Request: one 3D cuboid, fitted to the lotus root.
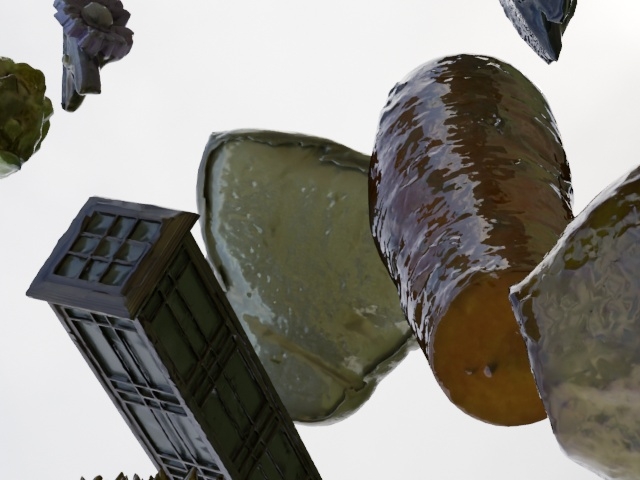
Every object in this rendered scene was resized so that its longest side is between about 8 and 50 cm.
[{"bbox_3d":[0.228,0.039,0.816,0.193,0.291,0.193,171,90,-82],"label":"lotus root"}]

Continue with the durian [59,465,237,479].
[{"bbox_3d":[-0.126,0.223,1.145,0.138,0.183,0.250,49,-159,28],"label":"durian"}]

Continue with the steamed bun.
[{"bbox_3d":[0.001,0.030,1.414,0.110,0.231,0.212,-26,-43,-77],"label":"steamed bun"}]

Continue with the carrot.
[{"bbox_3d":[0.094,-0.008,1.116,0.139,0.139,0.302,57,-164,-23],"label":"carrot"}]

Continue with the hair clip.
[{"bbox_3d":[-0.269,-0.269,2.065,0.106,0.084,0.292,13,-127,-36],"label":"hair clip"}]

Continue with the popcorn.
[{"bbox_3d":[-0.367,-0.123,1.903,0.173,0.173,0.142,-20,-90,-59],"label":"popcorn"}]

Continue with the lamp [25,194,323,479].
[{"bbox_3d":[-0.081,0.109,1.254,0.089,0.090,0.325,-60,-35,-30],"label":"lamp"}]

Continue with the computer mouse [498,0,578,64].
[{"bbox_3d":[0.093,-0.141,0.827,0.079,0.047,0.135,90,179,-56],"label":"computer mouse"}]
